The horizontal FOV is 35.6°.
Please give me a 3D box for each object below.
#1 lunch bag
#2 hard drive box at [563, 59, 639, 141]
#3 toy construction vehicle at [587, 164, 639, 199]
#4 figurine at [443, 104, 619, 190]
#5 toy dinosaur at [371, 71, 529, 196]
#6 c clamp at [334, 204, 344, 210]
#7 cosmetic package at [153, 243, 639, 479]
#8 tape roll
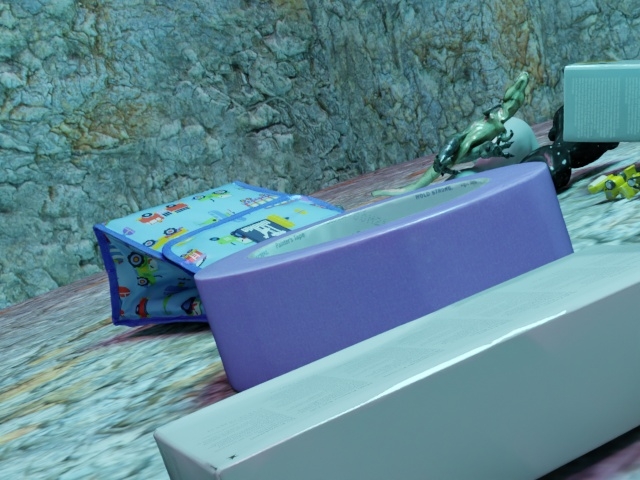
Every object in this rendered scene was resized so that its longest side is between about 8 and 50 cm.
[{"bbox_3d":[-0.089,0.026,1.165,0.221,0.138,0.293,-21,18,-38],"label":"lunch bag"},{"bbox_3d":[0.410,-0.165,1.164,0.232,0.089,0.181,2,12,19],"label":"hard drive box"},{"bbox_3d":[0.333,-0.063,1.030,0.086,0.035,0.098,-33,9,-28],"label":"toy construction vehicle"},{"bbox_3d":[0.276,-0.110,1.366,0.215,0.092,0.209,-15,17,43],"label":"figurine"},{"bbox_3d":[0.191,-0.121,1.338,0.268,0.064,0.118,-36,15,4],"label":"toy dinosaur"},{"bbox_3d":[0.031,-0.014,1.390,0.137,0.022,0.161,-35,28,-18],"label":"c clamp"},{"bbox_3d":[0.060,0.065,0.416,0.239,0.060,0.099,-20,4,-21],"label":"cosmetic package"},{"bbox_3d":[0.048,0.024,0.752,0.275,0.090,0.275,-18,6,2],"label":"tape roll"}]
